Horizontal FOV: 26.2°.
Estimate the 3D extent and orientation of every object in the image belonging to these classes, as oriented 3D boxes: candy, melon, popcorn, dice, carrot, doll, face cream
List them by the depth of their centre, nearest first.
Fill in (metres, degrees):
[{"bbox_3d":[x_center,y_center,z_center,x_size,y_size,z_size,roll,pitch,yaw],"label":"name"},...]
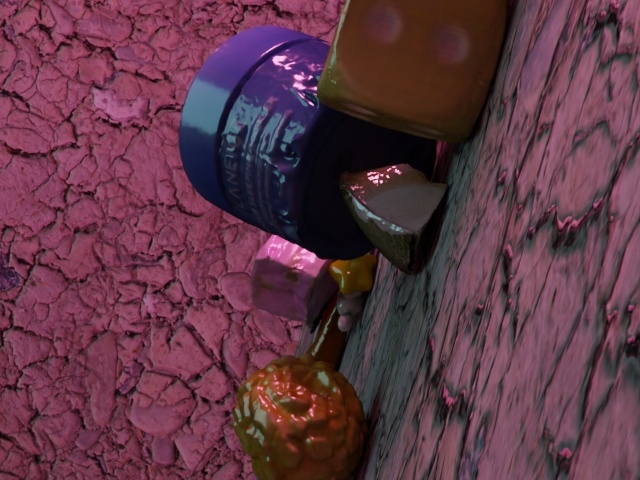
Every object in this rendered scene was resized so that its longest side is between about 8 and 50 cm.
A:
[{"bbox_3d":[0.097,-0.205,1.463,0.166,0.169,0.169,-154,80,-87],"label":"dice"},{"bbox_3d":[0.079,-0.037,1.564,0.093,0.139,0.202,-51,-4,-10],"label":"melon"},{"bbox_3d":[-0.026,0.221,1.582,0.170,0.180,0.180,22,-97,-57],"label":"popcorn"},{"bbox_3d":[-0.012,-0.120,1.682,0.249,0.225,0.249,-21,-57,-38],"label":"face cream"},{"bbox_3d":[0.043,0.081,2.114,0.113,0.071,0.135,95,-175,-60],"label":"doll"},{"bbox_3d":[0.000,0.000,2.215,0.265,0.116,0.155,-56,-19,-35],"label":"candy"},{"bbox_3d":[0.028,0.146,2.251,0.061,0.061,0.256,-81,17,-73],"label":"carrot"}]

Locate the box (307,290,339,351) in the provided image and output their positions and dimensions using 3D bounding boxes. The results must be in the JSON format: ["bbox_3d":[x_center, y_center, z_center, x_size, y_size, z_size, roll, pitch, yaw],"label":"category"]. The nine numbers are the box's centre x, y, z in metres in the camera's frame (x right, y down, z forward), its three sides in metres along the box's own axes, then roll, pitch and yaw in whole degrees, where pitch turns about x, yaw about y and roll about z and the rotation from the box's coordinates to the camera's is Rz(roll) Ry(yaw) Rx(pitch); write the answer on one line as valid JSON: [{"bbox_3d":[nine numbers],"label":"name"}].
[{"bbox_3d":[0.016,0.149,2.399,0.123,0.050,0.229,107,178,-68],"label":"box"}]
